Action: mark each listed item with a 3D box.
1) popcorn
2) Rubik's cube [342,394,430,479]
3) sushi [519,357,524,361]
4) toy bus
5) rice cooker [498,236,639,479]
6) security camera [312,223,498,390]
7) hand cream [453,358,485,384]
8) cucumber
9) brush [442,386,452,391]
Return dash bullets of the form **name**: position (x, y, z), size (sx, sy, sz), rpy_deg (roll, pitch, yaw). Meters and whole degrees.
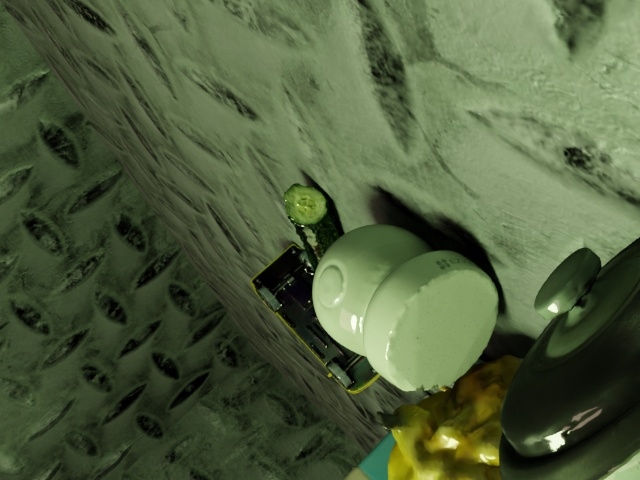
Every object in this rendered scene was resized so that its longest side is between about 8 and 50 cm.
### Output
- **popcorn**: position (0.200, 0.296, 1.034), size (0.280, 0.316, 0.297), rpy_deg (28, -170, -12)
- **Rubik's cube**: position (0.245, 0.618, 1.724), size (0.344, 0.347, 0.347), rpy_deg (42, 166, 22)
- **sushi**: position (0.351, 0.184, 0.862), size (0.215, 0.050, 0.192), rpy_deg (41, 169, 2)
- **toy bus**: position (0.010, 0.173, 1.628), size (0.331, 0.145, 0.151), rpy_deg (45, 167, 17)
- **rice cooker**: position (0.271, 0.119, 0.514), size (0.316, 0.264, 0.317), rpy_deg (29, -151, -18)
- **security camera**: position (0.096, 0.072, 1.035), size (0.236, 0.194, 0.195), rpy_deg (35, 162, 48)
- **hand cream**: position (0.302, 0.240, 1.162), size (0.331, 0.058, 0.085), rpy_deg (23, 139, 45)
- **cucumber**: position (0.001, -0.001, 1.332), size (0.077, 0.077, 0.265), rpy_deg (39, 165, 29)
- **brush**: position (0.278, 0.280, 1.226), size (0.272, 0.013, 0.103), rpy_deg (29, 169, -12)
